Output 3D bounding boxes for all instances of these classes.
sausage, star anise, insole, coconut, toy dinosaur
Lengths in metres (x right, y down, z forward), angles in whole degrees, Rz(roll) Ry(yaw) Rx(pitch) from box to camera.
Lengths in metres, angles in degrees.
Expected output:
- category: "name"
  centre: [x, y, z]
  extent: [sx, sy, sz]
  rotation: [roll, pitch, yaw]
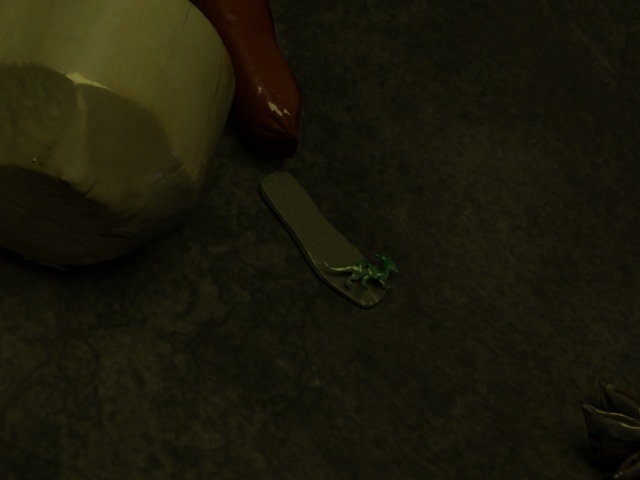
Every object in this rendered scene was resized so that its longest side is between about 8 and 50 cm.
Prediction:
- category: "sausage"
  centre: [-0.100, -0.244, 1.737]
  extent: [0.094, 0.097, 0.348]
  rotation: [-12, 65, -16]
- category: "star anise"
  centre: [0.352, 0.242, 1.609]
  extent: [0.231, 0.089, 0.209]
  rotation: [-1, 48, -27]
- category: "insole"
  centre: [0.000, 0.000, 1.674]
  extent: [0.063, 0.010, 0.192]
  rotation: [-32, 76, -32]
- category: "coconut"
  centre: [-0.238, -0.142, 1.505]
  extent: [0.323, 0.323, 0.323]
  rotation: [10, 57, -15]
- category: "toy dinosaur"
  centre: [0.050, 0.029, 1.657]
  extent: [0.083, 0.021, 0.062]
  rotation: [37, 48, -2]
